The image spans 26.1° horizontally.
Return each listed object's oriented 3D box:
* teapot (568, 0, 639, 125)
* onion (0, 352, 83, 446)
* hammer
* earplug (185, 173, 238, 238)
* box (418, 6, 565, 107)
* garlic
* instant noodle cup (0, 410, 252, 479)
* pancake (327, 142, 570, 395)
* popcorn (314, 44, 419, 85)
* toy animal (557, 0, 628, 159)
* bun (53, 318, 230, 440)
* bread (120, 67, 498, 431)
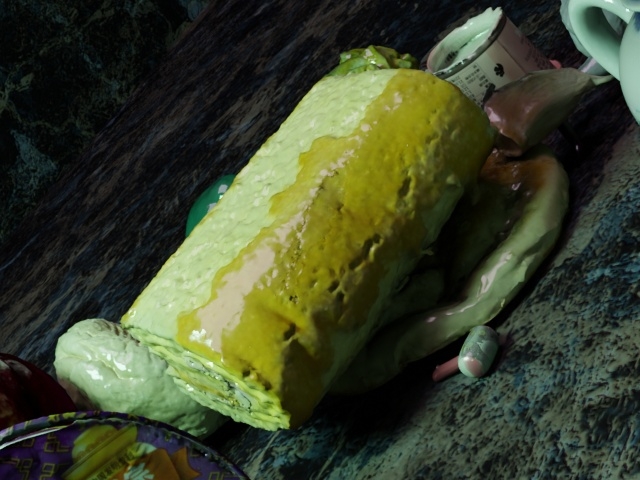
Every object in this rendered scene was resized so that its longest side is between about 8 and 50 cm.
[{"bbox_3d":[0.349,-0.189,1.122,0.252,0.280,0.424,-47,18,-16],"label":"teapot"},{"bbox_3d":[-0.346,0.306,1.416,0.420,0.398,0.398,14,52,28],"label":"onion"},{"bbox_3d":[0.132,0.114,1.294,0.083,0.031,0.052,-38,14,47],"label":"hammer"},{"bbox_3d":[-0.139,0.048,1.761,0.257,0.280,0.164,-12,32,-23],"label":"earplug"},{"bbox_3d":[0.204,-0.190,1.639,0.151,0.135,0.151,-38,21,17],"label":"box"},{"bbox_3d":[0.229,-0.140,1.470,0.152,0.066,0.084,-36,55,-15],"label":"garlic"},{"bbox_3d":[-0.201,0.299,1.161,0.340,0.340,0.266,-46,8,-10],"label":"instant noodle cup"},{"bbox_3d":[0.102,0.011,1.484,0.387,0.082,0.387,-32,24,16],"label":"pancake"},{"bbox_3d":[0.072,-0.156,1.797,0.212,0.198,0.198,23,64,43],"label":"popcorn"},{"bbox_3d":[0.320,-0.248,1.550,0.324,0.090,0.195,-47,41,-10],"label":"toy animal"},{"bbox_3d":[-0.202,0.174,1.574,0.220,0.220,0.134,18,90,69],"label":"bun"},{"bbox_3d":[0.000,0.000,1.368,0.236,0.165,0.375,8,55,51],"label":"bread"}]
